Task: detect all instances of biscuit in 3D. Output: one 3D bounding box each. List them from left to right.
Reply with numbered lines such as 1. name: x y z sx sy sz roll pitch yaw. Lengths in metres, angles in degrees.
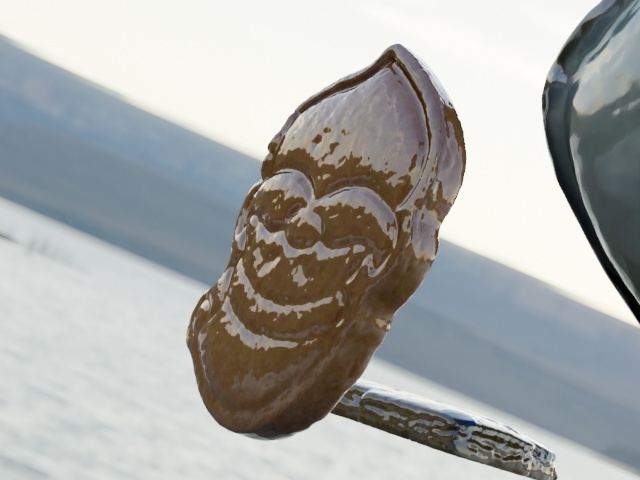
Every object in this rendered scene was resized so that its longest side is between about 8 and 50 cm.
1. biscuit: 0.000 0.000 0.612 0.019 0.130 0.102 26 7 -32
2. biscuit: 0.049 0.075 0.799 0.119 0.019 0.130 18 -4 -5

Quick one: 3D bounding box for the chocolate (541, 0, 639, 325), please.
1. chocolate: 0.208 -0.038 0.790 0.284 0.283 0.186 25 -43 -39
